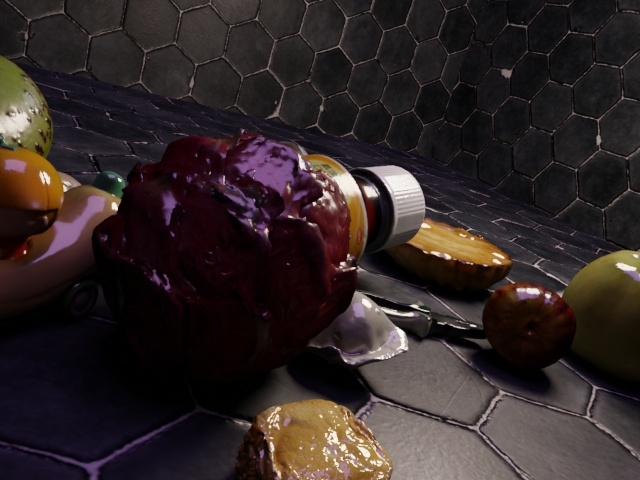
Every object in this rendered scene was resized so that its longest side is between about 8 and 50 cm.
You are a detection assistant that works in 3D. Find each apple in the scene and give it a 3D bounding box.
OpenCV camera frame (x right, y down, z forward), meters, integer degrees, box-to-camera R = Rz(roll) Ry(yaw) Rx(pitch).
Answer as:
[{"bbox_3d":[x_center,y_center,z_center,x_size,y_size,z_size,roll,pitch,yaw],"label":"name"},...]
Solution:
[{"bbox_3d":[0.613,0.151,1.125,0.262,0.262,0.262,16,17,-5],"label":"apple"}]

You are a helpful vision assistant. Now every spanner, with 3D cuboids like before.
[{"bbox_3d":[0.151,0.135,1.038,0.325,0.040,0.095,13,17,-8],"label":"spanner"}]

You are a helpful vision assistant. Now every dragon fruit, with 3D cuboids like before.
[{"bbox_3d":[-0.117,0.020,0.715,0.329,0.329,0.329,16,17,-5],"label":"dragon fruit"}]

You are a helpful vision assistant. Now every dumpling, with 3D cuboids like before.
[{"bbox_3d":[0.031,0.137,0.830,0.188,0.108,0.127,26,42,26],"label":"dumpling"}]

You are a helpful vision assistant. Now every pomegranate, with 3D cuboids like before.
[{"bbox_3d":[-0.518,-0.120,0.893,0.340,0.285,0.285,43,2,-32],"label":"pomegranate"}]

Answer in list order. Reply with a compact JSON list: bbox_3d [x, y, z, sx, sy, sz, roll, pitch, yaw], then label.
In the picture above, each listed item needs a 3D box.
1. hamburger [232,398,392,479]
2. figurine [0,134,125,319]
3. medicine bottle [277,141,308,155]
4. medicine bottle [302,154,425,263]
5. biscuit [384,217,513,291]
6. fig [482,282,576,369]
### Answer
[{"bbox_3d":[-0.007,0.219,0.560,0.147,0.083,0.138,3,26,-34],"label":"hamburger"},{"bbox_3d":[-0.361,-0.007,0.678,0.124,0.222,0.324,26,19,20],"label":"figurine"},{"bbox_3d":[-0.084,-0.158,1.510,0.165,0.165,0.273,13,19,-14],"label":"medicine bottle"},{"bbox_3d":[0.012,-0.049,1.062,0.242,0.242,0.395,29,31,34],"label":"medicine bottle"},{"bbox_3d":[0.295,0.032,1.389,0.325,0.107,0.326,13,16,-4],"label":"biscuit"},{"bbox_3d":[0.385,0.152,1.028,0.202,0.148,0.149,4,23,-41],"label":"fig"}]
